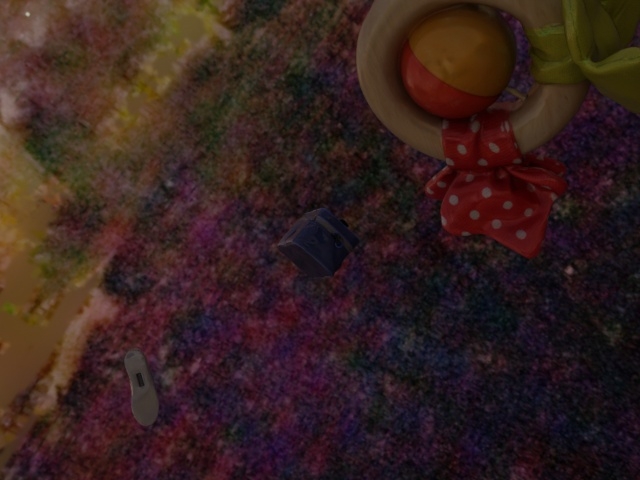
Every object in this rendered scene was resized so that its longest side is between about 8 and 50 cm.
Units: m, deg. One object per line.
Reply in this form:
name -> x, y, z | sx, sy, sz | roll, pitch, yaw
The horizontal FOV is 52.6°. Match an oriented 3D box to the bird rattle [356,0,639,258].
bird rattle -> 0.125, -0.116, 0.473 | 0.143, 0.206, 0.253 | -63, 4, -32

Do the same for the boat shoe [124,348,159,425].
boat shoe -> -0.231, 0.189, 0.842 | 0.035, 0.100, 0.035 | -15, 3, -6

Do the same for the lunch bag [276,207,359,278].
lunch bag -> 0.000, 0.000, 0.769 | 0.065, 0.067, 0.098 | -52, 15, -17
